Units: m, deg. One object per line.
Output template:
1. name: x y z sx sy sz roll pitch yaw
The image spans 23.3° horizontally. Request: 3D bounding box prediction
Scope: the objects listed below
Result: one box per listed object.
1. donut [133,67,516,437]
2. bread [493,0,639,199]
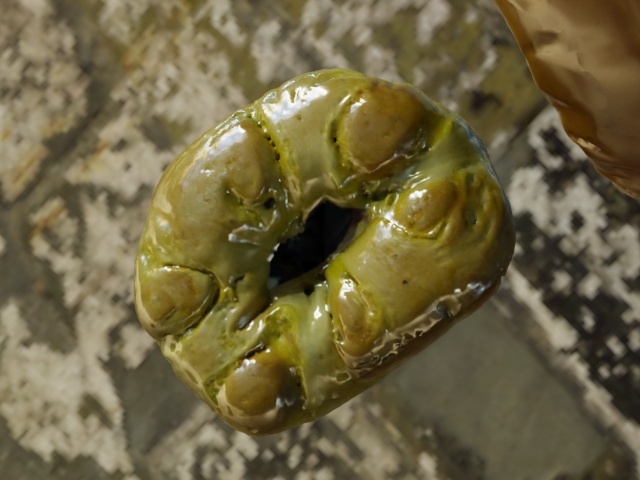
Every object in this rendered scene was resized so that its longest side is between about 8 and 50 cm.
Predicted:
1. donut: 0.000 0.000 1.068 0.208 0.261 0.128 59 11 1
2. bread: 0.237 -0.171 0.914 0.279 0.250 0.225 57 35 -15
